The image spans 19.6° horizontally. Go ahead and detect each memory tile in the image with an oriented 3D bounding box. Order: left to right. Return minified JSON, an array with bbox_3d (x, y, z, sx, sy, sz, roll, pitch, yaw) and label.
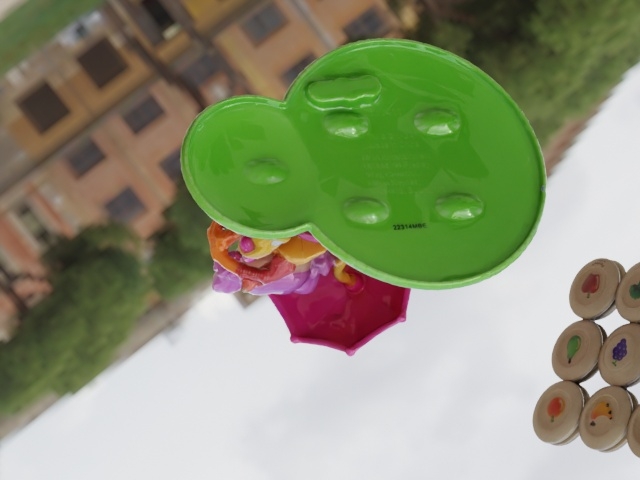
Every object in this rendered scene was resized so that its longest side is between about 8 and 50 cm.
[{"bbox_3d":[0.175,0.061,0.980,0.148,0.012,0.113,0,-113,53],"label":"memory tile"}]

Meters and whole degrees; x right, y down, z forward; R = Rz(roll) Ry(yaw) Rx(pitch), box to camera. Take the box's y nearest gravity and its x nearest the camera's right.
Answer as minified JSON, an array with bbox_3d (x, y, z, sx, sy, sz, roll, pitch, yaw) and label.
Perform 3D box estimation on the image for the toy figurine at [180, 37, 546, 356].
[{"bbox_3d":[0.000,0.000,0.891,0.173,0.130,0.159,-4,154,-21],"label":"toy figurine"}]
